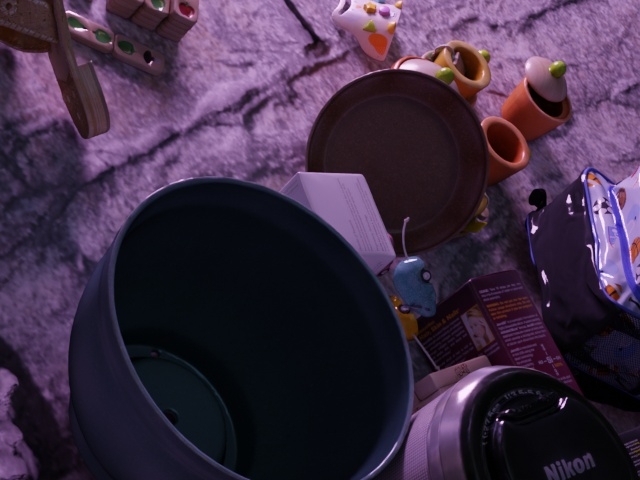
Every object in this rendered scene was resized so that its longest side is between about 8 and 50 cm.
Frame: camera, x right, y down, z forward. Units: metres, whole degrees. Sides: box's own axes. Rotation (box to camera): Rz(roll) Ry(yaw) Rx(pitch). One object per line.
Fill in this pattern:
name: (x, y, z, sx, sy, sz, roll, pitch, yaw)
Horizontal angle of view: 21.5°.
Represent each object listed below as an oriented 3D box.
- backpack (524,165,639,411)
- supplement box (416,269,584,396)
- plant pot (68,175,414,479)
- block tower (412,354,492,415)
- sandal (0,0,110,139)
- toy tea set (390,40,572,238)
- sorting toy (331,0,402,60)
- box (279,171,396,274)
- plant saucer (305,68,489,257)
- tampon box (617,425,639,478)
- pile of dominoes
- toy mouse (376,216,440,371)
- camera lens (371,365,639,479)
backpack: (0.373, 0.060, 1.875, 0.263, 0.213, 0.276, 35, 39, -30)
supplement box: (0.187, 0.138, 1.724, 0.081, 0.104, 0.188, -10, 67, -44)
plant pot: (-0.095, 0.121, 1.431, 0.293, 0.196, 0.293, 22, 48, -26)
block tower: (0.190, 0.283, 1.629, 0.097, 0.091, 0.335, -14, 70, -44)
sandal: (-0.282, -0.202, 1.605, 0.079, 0.088, 0.240, -22, 85, -22)
toy tea set: (0.186, -0.155, 1.926, 0.200, 0.124, 0.336, 48, 42, 0)
sorting toy: (0.052, -0.261, 1.965, 0.075, 0.045, 0.083, 19, 46, -3)
box: (0.000, 0.000, 1.672, 0.087, 0.101, 0.102, 0, 59, -40)
plant saucer: (0.079, -0.081, 1.784, 0.199, 0.036, 0.198, 0, 90, -10)
tampon box: (0.293, 0.290, 1.686, 0.101, 0.120, 0.161, -11, 68, -43)
pile of dominoes: (-0.241, -0.290, 1.733, 0.251, 0.040, 0.196, 23, 48, -26)
toy mouse: (0.070, 0.037, 1.688, 0.031, 0.143, 0.161, -21, 49, -27)
camera lens: (0.127, 0.251, 1.460, 0.219, 0.274, 0.219, 22, 49, -27)
